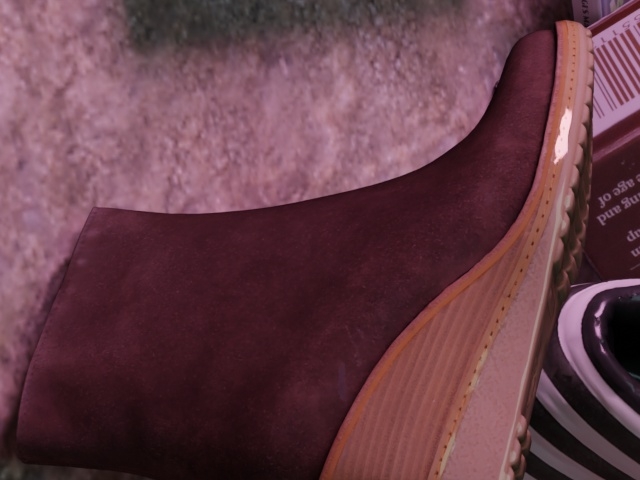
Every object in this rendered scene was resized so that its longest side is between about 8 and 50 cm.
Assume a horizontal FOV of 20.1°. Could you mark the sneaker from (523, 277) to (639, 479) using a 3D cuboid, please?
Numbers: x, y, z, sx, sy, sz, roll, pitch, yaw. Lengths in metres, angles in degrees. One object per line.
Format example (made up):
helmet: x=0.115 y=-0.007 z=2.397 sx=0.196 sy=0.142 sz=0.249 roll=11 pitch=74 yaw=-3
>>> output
sneaker: x=0.206 y=0.161 z=0.896 sx=0.447 sy=0.257 sz=0.169 roll=38 pitch=54 yaw=-37

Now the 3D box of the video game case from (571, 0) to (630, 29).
video game case: x=0.194 y=-0.192 z=1.059 sx=0.190 sy=0.022 sz=0.173 roll=-56 pitch=149 yaw=-31

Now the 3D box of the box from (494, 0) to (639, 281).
box: x=0.281 y=0.024 z=1.030 sx=0.381 sy=0.191 sz=0.143 roll=53 pitch=13 yaw=-27

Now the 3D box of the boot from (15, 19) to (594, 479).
boot: x=0.000 y=0.000 z=0.750 sx=0.090 sy=0.206 sz=0.248 roll=74 pitch=30 yaw=-60
